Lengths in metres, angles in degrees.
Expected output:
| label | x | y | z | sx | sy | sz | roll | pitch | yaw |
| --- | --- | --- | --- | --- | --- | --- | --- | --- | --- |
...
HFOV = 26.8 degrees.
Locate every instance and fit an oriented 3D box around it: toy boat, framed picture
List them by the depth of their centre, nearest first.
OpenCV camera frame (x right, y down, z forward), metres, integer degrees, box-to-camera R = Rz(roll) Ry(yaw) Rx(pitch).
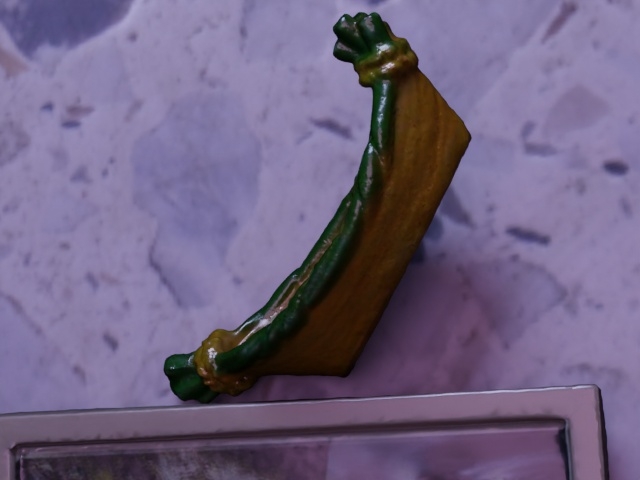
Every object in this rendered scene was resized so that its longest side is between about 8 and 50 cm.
| label | x | y | z | sx | sy | sz | roll | pitch | yaw |
| --- | --- | --- | --- | --- | --- | --- | --- | --- | --- |
| framed picture | -0.016 | 0.196 | 0.662 | 0.324 | 0.020 | 0.240 | -3 | 83 | 13 |
| toy boat | 0.000 | 0.000 | 0.668 | 0.088 | 0.089 | 0.229 | 27 | 109 | 1 |
